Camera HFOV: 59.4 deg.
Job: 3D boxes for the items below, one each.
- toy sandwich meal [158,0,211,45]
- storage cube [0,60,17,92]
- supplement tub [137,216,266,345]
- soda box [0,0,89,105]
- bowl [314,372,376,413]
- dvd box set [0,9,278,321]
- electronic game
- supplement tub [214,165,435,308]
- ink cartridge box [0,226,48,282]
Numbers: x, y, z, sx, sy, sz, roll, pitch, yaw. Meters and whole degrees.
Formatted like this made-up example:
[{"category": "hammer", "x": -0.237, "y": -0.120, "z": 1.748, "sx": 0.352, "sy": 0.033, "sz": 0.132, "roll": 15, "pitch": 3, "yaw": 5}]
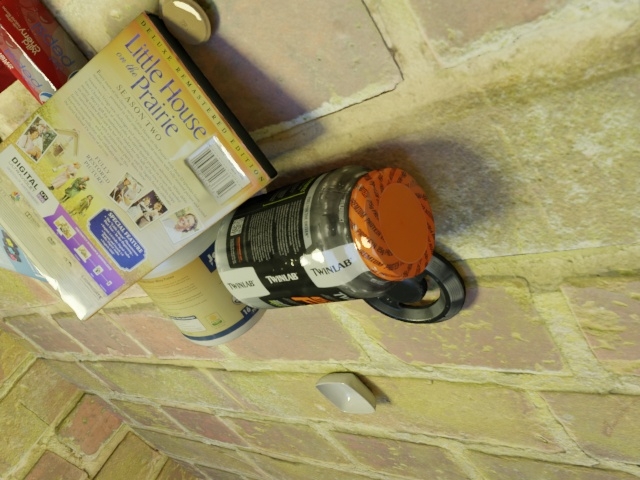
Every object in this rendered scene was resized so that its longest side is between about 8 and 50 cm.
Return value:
[{"category": "toy sandwich meal", "x": -0.193, "y": -0.321, "z": 0.808, "sx": 0.086, "sy": 0.029, "sz": 0.085, "roll": 15, "pitch": 143, "yaw": 12}, {"category": "storage cube", "x": -0.717, "y": -0.329, "z": 1.030, "sx": 0.215, "sy": 0.193, "sz": 0.183, "roll": 6, "pitch": 139, "yaw": 28}, {"category": "supplement tub", "x": -0.254, "y": 0.034, "z": 1.117, "sx": 0.229, "sy": 0.228, "sz": 0.316, "roll": 2, "pitch": 137, "yaw": 34}, {"category": "soda box", "x": -0.463, "y": -0.293, "z": 0.978, "sx": 0.084, "sy": 0.092, "sz": 0.263, "roll": -3, "pitch": 134, "yaw": 40}, {"category": "bowl", "x": 0.073, "y": 0.401, "z": 1.496, "sx": 0.142, "sy": 0.053, "sz": 0.142, "roll": 46, "pitch": 143, "yaw": -22}, {"category": "dvd box set", "x": -0.322, "y": -0.102, "z": 0.895, "sx": 0.421, "sy": 0.062, "sz": 0.307, "roll": -36, "pitch": 98, "yaw": 16}, {"category": "electronic game", "x": 0.153, "y": 0.078, "z": 1.039, "sx": 0.230, "sy": 0.048, "sz": 0.229, "roll": 18, "pitch": 142, "yaw": 15}, {"category": "supplement tub", "x": 0.000, "y": 0.000, "z": 0.914, "sx": 0.338, "sy": 0.207, "sz": 0.207, "roll": -13, "pitch": 127, "yaw": 45}, {"category": "ink cartridge box", "x": -0.573, "y": -0.064, "z": 1.178, "sx": 0.396, "sy": 0.270, "sz": 0.151, "roll": 12, "pitch": 129, "yaw": 22}]
